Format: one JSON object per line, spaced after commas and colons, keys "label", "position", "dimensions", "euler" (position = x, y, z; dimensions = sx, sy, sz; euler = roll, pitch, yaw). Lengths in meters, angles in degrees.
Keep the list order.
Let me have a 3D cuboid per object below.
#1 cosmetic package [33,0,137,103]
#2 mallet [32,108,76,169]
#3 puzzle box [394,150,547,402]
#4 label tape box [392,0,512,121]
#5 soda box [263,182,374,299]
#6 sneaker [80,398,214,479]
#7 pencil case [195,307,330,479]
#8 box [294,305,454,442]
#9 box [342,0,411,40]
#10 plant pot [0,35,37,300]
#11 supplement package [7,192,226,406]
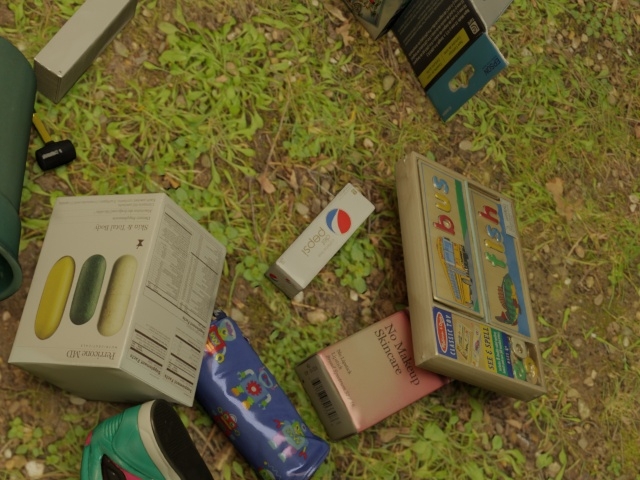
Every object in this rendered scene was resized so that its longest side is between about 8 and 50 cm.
{"label": "cosmetic package", "position": [-0.400, -0.353, 1.650], "dimensions": [0.060, 0.099, 0.239], "euler": [35, 63, -6]}
{"label": "mallet", "position": [-0.482, -0.199, 1.602], "dimensions": [0.062, 0.039, 0.190], "euler": [-34, 82, -30]}
{"label": "puzzle box", "position": [0.259, 0.059, 1.687], "dimensions": [0.272, 0.052, 0.409], "euler": [21, 51, -33]}
{"label": "label tape box", "position": [0.247, -0.439, 1.840], "dimensions": [0.115, 0.249, 0.348], "euler": [-24, 81, -26]}
{"label": "soda box", "position": [0.000, 0.000, 1.690], "dimensions": [0.069, 0.074, 0.216], "euler": [43, 63, -2]}
{"label": "sneaker", "position": [-0.266, 0.377, 1.436], "dimensions": [0.124, 0.178, 0.296], "euler": [-73, 146, -62]}
{"label": "pencil case", "position": [-0.111, 0.258, 1.534], "dimensions": [0.306, 0.119, 0.133], "euler": [52, 48, 3]}
{"label": "box", "position": [0.100, 0.218, 1.622], "dimensions": [0.232, 0.127, 0.149], "euler": [-24, 81, -26]}
{"label": "box", "position": [0.106, -0.500, 1.817], "dimensions": [0.044, 0.233, 0.159], "euler": [-36, 87, -23]}
{"label": "plant pot", "position": [-0.570, -0.124, 1.389], "dimensions": [0.341, 0.341, 0.334], "euler": [13, 61, -16]}
{"label": "supplement package", "position": [-0.293, 0.091, 1.436], "dimensions": [0.199, 0.198, 0.263], "euler": [-1, 65, 25]}
